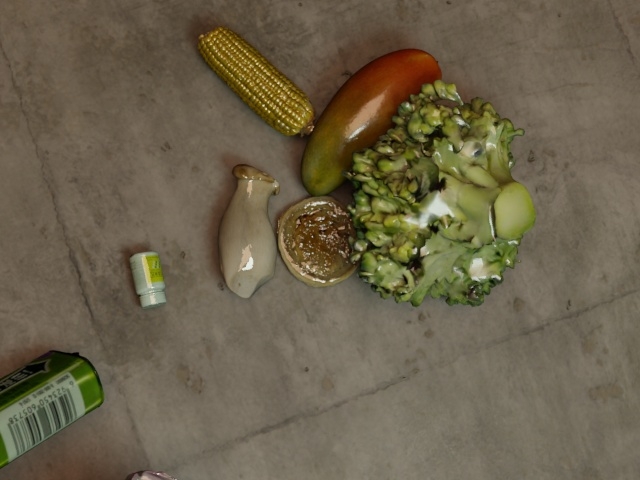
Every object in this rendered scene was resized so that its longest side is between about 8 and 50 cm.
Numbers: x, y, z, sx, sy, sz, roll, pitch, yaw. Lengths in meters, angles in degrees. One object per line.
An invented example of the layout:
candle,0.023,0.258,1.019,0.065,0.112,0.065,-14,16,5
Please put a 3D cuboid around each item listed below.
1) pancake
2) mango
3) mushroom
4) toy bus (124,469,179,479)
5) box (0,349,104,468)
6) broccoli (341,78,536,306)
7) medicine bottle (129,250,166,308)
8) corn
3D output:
pancake,0.000,0.000,1.804,0.151,0.025,0.152,1,81,-8
mango,0.075,-0.194,1.784,0.129,0.146,0.289,44,75,-7
mushroom,-0.110,-0.015,1.761,0.097,0.088,0.213,10,73,-15
toy bus,-0.256,0.459,1.415,0.171,0.162,0.386,32,43,-1
box,-0.470,0.271,1.566,0.345,0.134,0.097,-32,116,-42
broccoli,0.191,-0.065,1.721,0.334,0.272,0.324,-7,70,-33
medicine bottle,-0.267,0.061,1.746,0.047,0.047,0.083,-13,82,-10
corn,-0.100,-0.254,1.809,0.238,0.080,0.080,43,78,4
